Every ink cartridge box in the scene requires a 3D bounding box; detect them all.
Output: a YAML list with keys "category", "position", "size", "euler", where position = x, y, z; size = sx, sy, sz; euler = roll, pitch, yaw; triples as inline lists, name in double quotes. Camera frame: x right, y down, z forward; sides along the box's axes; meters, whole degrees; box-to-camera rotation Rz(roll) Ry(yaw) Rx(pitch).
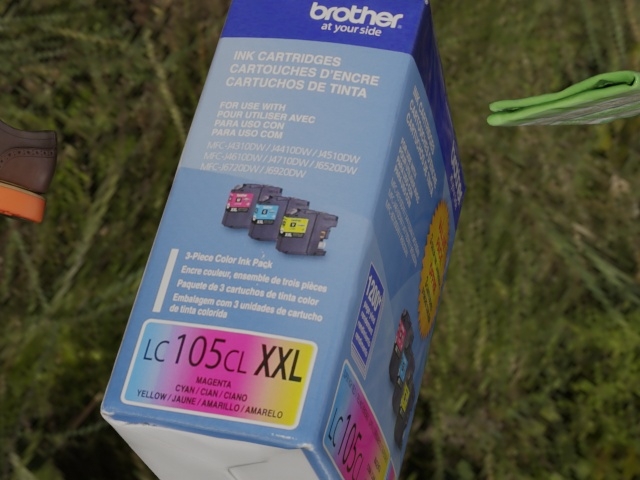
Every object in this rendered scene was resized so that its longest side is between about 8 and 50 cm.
- category: "ink cartridge box"
  position: [0.000, 0.000, 1.047]
  size: [0.270, 0.151, 0.395]
  euler: [68, 32, -60]

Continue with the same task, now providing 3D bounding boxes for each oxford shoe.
- category: "oxford shoe"
  position: [-0.356, -0.099, 1.265]
  size: [0.271, 0.097, 0.098]
  euler: [22, 82, -38]

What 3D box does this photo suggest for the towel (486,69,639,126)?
- category: "towel"
  position: [0.191, -0.096, 0.937]
  size: [0.152, 0.113, 0.023]
  euler: [-7, 85, -51]
